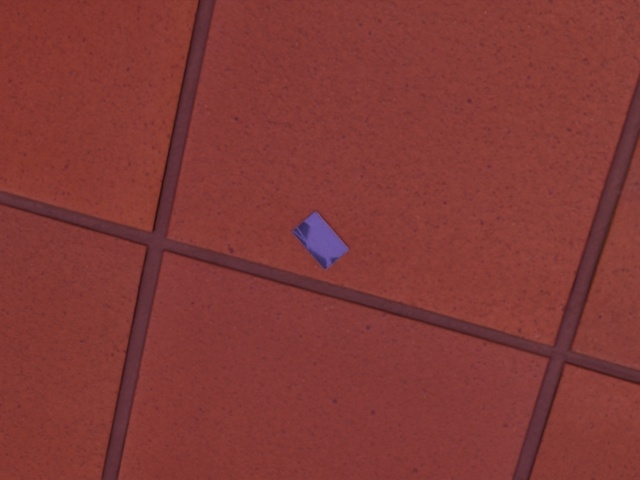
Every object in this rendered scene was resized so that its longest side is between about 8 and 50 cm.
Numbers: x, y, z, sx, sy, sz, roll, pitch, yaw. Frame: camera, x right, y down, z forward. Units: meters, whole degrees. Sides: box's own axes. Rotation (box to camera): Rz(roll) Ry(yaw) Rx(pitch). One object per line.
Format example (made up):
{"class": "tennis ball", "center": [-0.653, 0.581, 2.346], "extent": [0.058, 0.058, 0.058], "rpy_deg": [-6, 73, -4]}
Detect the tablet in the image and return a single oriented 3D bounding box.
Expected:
{"class": "tablet", "center": [0.000, 0.000, 1.434], "extent": [0.054, 0.006, 0.083], "rpy_deg": [-41, 91, 14]}
